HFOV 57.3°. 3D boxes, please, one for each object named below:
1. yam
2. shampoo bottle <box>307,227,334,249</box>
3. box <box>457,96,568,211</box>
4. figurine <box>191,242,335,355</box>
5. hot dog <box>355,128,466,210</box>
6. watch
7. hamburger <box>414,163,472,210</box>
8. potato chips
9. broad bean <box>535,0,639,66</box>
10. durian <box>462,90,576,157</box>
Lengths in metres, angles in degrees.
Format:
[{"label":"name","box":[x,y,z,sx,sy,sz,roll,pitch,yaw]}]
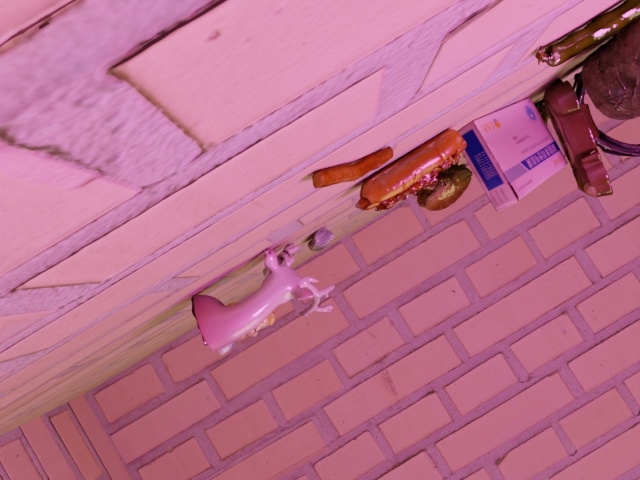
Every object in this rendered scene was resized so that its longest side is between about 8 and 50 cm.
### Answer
[{"label":"yam","box":[0.645,-0.352,1.145,0.202,0.202,0.271,-16,178,-1]},{"label":"shampoo bottle","box":[0.000,0.000,1.731,0.072,0.049,0.212,-29,177,-8]},{"label":"box","box":[0.457,-0.212,1.379,0.065,0.200,0.343,-30,178,44]},{"label":"figurine","box":[-0.131,0.125,1.400,0.316,0.206,0.284,-25,171,-2]},{"label":"hot dog","box":[0.175,-0.127,1.145,0.249,0.076,0.102,-32,180,-1]},{"label":"watch","box":[0.757,-0.313,1.448,0.327,0.334,0.314,-22,180,20]},{"label":"hamburger","box":[0.295,-0.149,1.464,0.159,0.131,0.185,-38,170,38]},{"label":"potato chips","box":[0.044,-0.099,0.812,0.037,0.026,0.204,-38,173,37]},{"label":"broad bean","box":[0.407,-0.309,0.846,0.227,0.039,0.069,-31,171,-3]},{"label":"durian","box":[0.610,-0.336,1.780,0.375,0.106,0.132,-28,-176,23]}]
